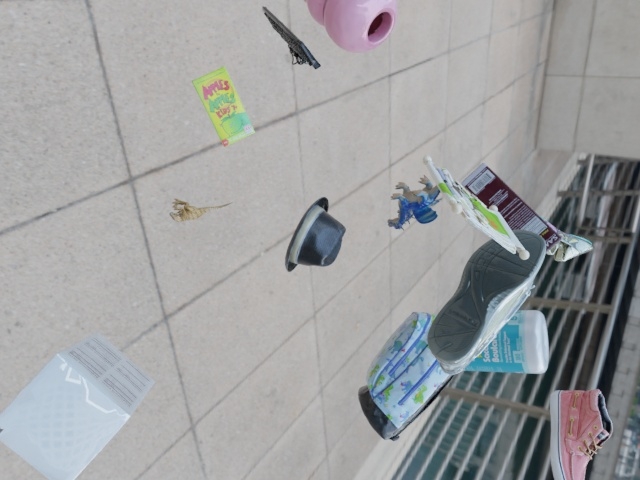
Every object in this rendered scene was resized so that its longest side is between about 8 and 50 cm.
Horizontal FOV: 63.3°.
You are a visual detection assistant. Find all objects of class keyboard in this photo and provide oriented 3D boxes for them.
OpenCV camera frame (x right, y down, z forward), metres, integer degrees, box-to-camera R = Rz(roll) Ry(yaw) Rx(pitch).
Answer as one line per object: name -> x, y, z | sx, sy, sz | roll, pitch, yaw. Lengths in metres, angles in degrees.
keyboard -> -0.060, -0.375, 0.999 | 0.038, 0.192, 0.100 | -41, 139, 10

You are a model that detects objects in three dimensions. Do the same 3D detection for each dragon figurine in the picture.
dragon figurine -> 0.306, -0.109, 1.533 | 0.144, 0.289, 0.085 | 46, 51, -30

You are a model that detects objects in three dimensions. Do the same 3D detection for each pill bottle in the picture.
pill bottle -> 0.403, 0.244, 1.257 | 0.146, 0.263, 0.146 | 18, 70, -58

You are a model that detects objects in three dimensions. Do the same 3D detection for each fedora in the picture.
fedora -> 0.000, 0.000, 1.973 | 0.334, 0.152, 0.334 | -61, 168, -22

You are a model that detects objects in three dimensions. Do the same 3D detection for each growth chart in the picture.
growth chart -> 0.254, -0.055, 0.857 | 0.237, 0.172, 0.021 | 27, 120, -36

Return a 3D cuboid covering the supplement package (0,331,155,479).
supplement package -> -0.530, 0.359, 1.148 | 0.199, 0.198, 0.262 | -48, -175, -5

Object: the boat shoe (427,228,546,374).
boat shoe -> 0.321, 0.113, 0.994 | 0.320, 0.118, 0.103 | -51, 144, -17

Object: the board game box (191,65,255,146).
board game box -> -0.252, -0.347, 1.350 | 0.092, 0.043, 0.181 | -26, 112, -5

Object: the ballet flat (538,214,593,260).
ballet flat -> 0.618, 0.007, 1.360 | 0.221, 0.077, 0.079 | 24, 72, -19

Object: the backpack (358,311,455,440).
backpack -> 0.276, 0.389, 1.572 | 0.355, 0.274, 0.290 | -34, 171, 5

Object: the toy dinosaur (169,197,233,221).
toy dinosaur -> -0.371, -0.082, 1.522 | 0.211, 0.112, 0.064 | -28, 136, -53

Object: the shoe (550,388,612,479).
shoe -> 0.426, 0.329, 0.844 | 0.063, 0.081, 0.178 | 35, 51, -31

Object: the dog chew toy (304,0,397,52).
dog chew toy -> 0.056, -0.667, 1.432 | 0.206, 0.332, 0.207 | -34, 153, -20

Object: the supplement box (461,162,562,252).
supplement box -> 0.437, -0.062, 1.202 | 0.073, 0.239, 0.130 | -43, 165, 9
